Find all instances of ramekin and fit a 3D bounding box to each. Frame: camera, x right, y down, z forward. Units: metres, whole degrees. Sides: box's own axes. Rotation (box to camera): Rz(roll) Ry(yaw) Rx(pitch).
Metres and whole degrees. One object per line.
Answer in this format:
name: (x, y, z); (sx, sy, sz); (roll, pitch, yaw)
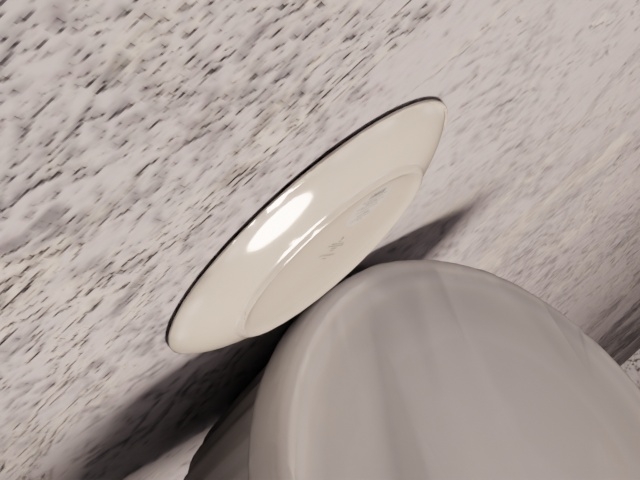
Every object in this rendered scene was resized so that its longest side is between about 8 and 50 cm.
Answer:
ramekin: (0.052, 0.153, 0.829); (0.127, 0.273, 0.273); (-36, 174, 40)

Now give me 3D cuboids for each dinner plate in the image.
dinner plate: (0.000, 0.000, 0.685); (0.141, 0.017, 0.141); (-41, 167, -11)
